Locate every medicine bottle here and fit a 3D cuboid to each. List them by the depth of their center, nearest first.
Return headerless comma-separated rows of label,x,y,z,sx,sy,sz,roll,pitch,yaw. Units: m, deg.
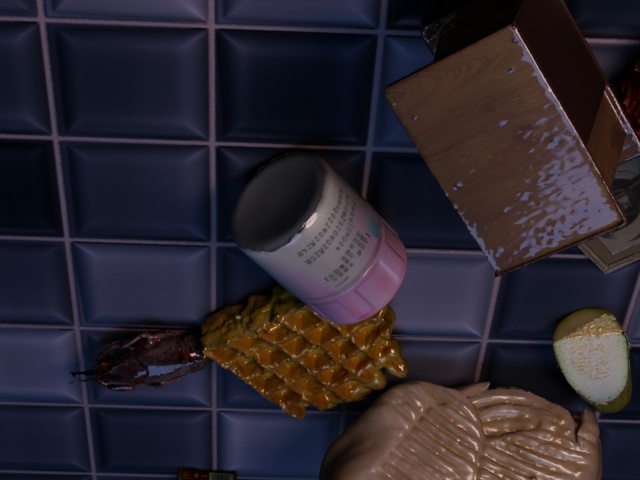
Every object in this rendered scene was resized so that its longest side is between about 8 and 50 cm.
medicine bottle,0.000,0.000,1.715,0.135,0.135,0.168,-24,133,26

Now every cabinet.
cabinet,0.183,-0.110,1.493,0.148,0.175,0.215,-25,108,27

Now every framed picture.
framed picture,0.369,-0.052,1.744,0.231,0.010,0.173,-27,132,28

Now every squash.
squash,0.350,0.170,1.958,0.090,0.075,0.200,-34,136,-1

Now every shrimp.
shrimp,-0.217,0.148,1.943,0.190,0.073,0.075,-17,94,6

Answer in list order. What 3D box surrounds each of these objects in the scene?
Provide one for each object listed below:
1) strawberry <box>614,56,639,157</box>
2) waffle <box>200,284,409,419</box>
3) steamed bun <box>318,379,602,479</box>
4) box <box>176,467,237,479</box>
strawberry,0.390,-0.115,1.587,0.188,0.106,0.286,-9,135,15
waffle,0.008,0.125,1.920,0.219,0.057,0.229,-28,133,29
steamed bun,0.174,0.349,1.993,0.394,0.346,0.237,-21,159,-13
box,-0.158,0.339,2.199,0.082,0.023,0.051,5,138,-6
